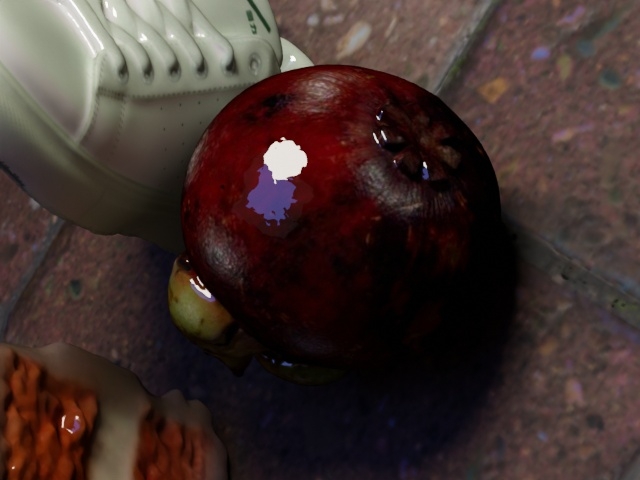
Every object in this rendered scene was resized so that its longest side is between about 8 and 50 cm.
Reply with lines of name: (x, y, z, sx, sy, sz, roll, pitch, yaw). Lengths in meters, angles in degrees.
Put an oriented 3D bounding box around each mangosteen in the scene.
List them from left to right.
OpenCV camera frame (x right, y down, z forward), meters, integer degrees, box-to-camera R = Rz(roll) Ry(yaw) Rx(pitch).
mangosteen: (0.000, 0.000, 0.991, 0.200, 0.200, 0.199, -18, 60, 35)

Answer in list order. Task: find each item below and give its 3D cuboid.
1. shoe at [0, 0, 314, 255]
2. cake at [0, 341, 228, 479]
shoe: (-0.097, -0.096, 1.012, 0.160, 0.363, 0.132, -47, 71, 4)
cake: (-0.194, 0.223, 1.018, 0.230, 0.237, 0.308, -24, 54, 28)
